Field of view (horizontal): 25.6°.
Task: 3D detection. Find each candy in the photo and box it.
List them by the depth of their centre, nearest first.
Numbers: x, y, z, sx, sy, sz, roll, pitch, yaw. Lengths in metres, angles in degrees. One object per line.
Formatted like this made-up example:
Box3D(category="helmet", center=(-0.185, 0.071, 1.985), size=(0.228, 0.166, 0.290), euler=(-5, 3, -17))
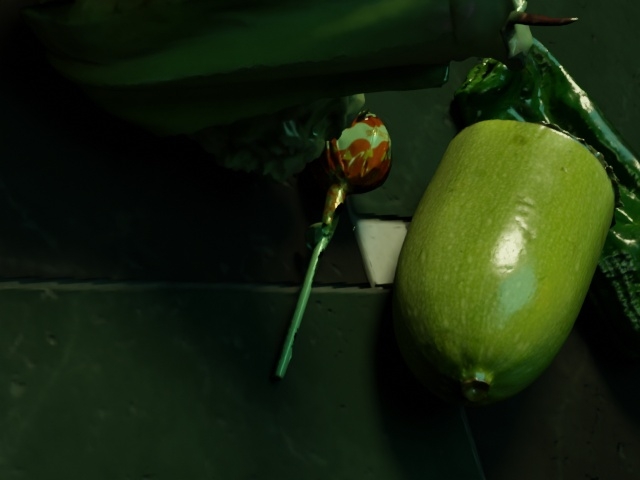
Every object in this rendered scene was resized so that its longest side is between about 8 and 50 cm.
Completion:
Box3D(category="candy", center=(0.000, 0.000, 0.807), size=(0.049, 0.055, 0.185), euler=(32, 56, -21))

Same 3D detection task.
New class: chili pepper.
Box3D(category="chili pepper", center=(0.187, -0.033, 0.977), size=(0.099, 0.083, 0.253), euler=(-29, 83, -39))

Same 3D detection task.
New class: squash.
Box3D(category="squash", center=(0.104, 0.024, 0.835), size=(0.123, 0.123, 0.187), euler=(41, 47, -17))

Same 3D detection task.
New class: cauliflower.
Box3D(category="cauliflower", center=(-0.007, -0.143, 0.713), size=(0.239, 0.315, 0.257), euler=(-36, 136, -54))
